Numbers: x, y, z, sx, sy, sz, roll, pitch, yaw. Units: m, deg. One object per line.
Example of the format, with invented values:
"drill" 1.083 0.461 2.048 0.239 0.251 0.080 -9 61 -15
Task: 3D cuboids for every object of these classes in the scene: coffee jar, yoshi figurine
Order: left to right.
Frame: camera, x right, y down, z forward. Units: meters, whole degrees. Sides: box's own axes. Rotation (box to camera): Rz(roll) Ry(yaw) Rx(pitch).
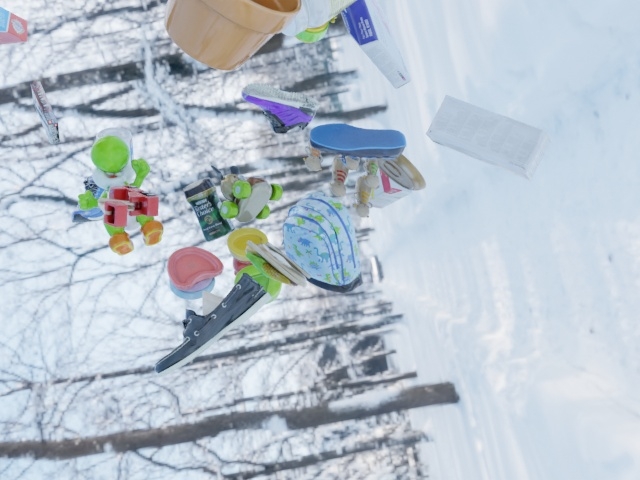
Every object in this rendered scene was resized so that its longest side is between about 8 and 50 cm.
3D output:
"yoshi figurine" -0.587 -0.155 2.085 0.204 0.203 0.362 2 -121 -54
"coffee jar" -0.340 -0.094 2.182 0.184 0.096 0.079 65 -161 -8

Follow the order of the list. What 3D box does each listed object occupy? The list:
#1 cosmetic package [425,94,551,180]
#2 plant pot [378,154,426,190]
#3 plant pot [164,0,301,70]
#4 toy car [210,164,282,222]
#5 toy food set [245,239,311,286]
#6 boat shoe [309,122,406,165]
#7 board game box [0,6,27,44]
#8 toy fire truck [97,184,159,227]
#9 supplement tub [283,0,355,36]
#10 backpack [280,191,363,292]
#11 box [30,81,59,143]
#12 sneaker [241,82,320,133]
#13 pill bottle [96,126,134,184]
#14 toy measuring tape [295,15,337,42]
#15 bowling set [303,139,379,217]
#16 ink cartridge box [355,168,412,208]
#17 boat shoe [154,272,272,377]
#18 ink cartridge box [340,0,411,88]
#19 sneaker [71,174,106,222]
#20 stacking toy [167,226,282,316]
"cosmetic package" 0.351 -0.217 1.513 0.098 0.239 0.060 -61 -29 -1
"plant pot" 0.235 -0.234 2.281 0.236 0.032 0.236 42 174 6
"plant pot" -0.217 -0.521 1.604 0.203 0.291 0.290 -50 31 32
"toy car" -0.232 -0.160 2.072 0.155 0.149 0.188 0 -136 -49
"toy food set" -0.083 0.050 1.342 0.132 0.038 0.192 39 -176 7
"boat shoe" 0.096 -0.243 1.910 0.089 0.258 0.109 101 177 -58
"board game box" -1.010 -0.593 1.957 0.242 0.317 0.064 10 -102 -76
"toy fire truck" -0.420 -0.077 1.527 0.192 0.135 0.047 22 111 46
"supplement tub" 0.002 -0.699 1.851 0.235 0.325 0.235 47 166 16
"backpack" 0.000 0.000 2.594 0.273 0.290 0.355 -28 -47 -44
"box" -0.726 -0.337 1.898 0.137 0.027 0.094 63 156 15
"sneaker" -0.144 -0.427 2.406 0.102 0.293 0.146 53 126 43
"pill bottle" -0.732 -0.283 2.579 0.124 0.124 0.221 -98 12 -54
"toy measuring tape" -0.085 -0.623 2.103 0.121 0.330 0.121 48 151 38
"bowling set" 0.104 -0.217 2.084 0.287 0.200 0.154 33 -138 -29
"ink cartridge box" 0.247 -0.219 2.841 0.128 0.176 0.127 8 -115 -42
"boat shoe" -0.286 0.203 1.787 0.113 0.340 0.127 54 174 -2
"ink cartridge box" 0.150 -0.682 2.233 0.330 0.071 0.324 34 -144 -54
"sneaker" -0.896 -0.177 2.819 0.330 0.130 0.147 -79 -17 -60
"stacking toy" -0.262 0.124 2.030 0.279 0.309 0.130 56 152 37
